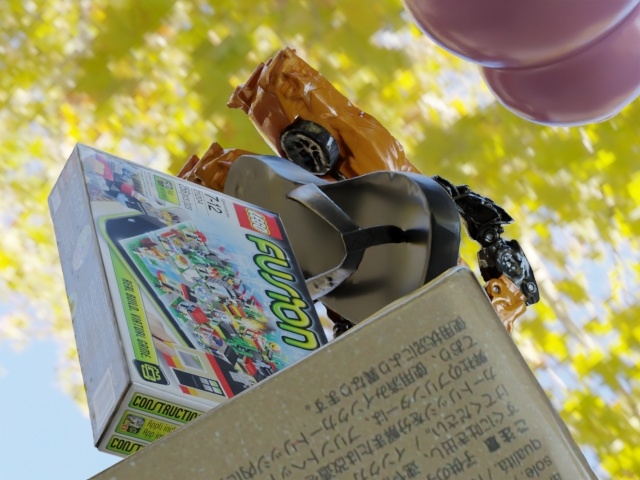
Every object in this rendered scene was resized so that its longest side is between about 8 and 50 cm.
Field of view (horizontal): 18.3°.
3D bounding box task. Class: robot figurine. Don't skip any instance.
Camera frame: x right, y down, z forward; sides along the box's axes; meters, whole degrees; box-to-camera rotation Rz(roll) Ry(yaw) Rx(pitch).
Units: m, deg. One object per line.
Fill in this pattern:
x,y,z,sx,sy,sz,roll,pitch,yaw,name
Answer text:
0.033,0.010,1.439,0.085,0.291,0.211,-26,-156,52,robot figurine

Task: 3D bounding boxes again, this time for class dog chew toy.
0.123,-0.205,1.253,0.206,0.332,0.207,-19,-141,16,dog chew toy

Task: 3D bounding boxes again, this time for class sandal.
0.000,0.001,1.228,0.254,0.054,0.097,11,-80,57,sandal

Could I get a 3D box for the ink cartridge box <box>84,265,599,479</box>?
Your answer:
-0.019,0.146,0.466,0.234,0.088,0.193,-28,-96,-24,ink cartridge box

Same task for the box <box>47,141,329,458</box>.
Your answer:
-0.055,0.035,0.885,0.036,0.114,0.207,-61,-154,22,box
